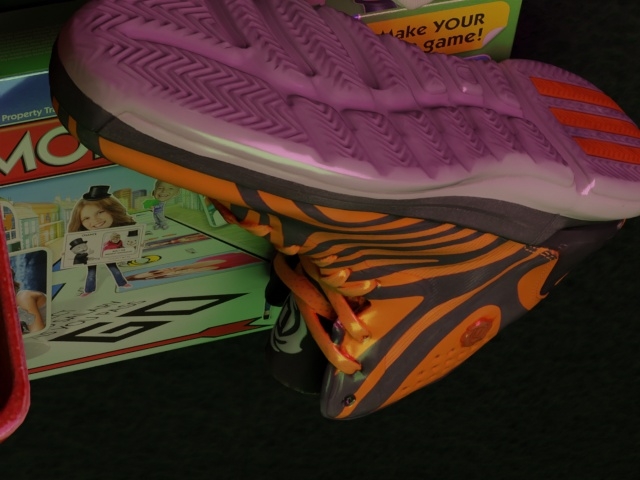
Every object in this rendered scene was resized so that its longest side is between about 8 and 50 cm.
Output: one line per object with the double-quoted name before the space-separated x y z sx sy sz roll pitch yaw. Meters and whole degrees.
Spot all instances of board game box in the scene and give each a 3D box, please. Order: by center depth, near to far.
"board game box" -0.070 -0.030 0.860 0.317 0.046 0.213 -12 141 -16

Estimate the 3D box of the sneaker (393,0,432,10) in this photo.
"sneaker" 0.017 -0.176 0.642 0.090 0.115 0.232 -28 143 2

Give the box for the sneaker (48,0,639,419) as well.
"sneaker" 0.000 0.000 0.793 0.321 0.125 0.180 11 129 -37

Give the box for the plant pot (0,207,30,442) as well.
"plant pot" -0.276 -0.005 0.616 0.267 0.267 0.236 0 153 -26
